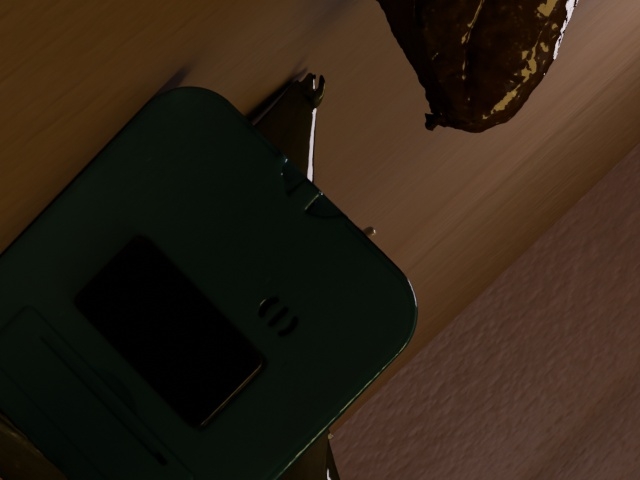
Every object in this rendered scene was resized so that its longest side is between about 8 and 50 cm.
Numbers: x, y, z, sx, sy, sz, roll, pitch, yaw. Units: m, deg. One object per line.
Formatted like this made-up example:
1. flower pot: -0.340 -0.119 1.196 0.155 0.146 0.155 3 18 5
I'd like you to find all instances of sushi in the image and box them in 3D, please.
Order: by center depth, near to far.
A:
1. sushi: 0.109 -0.200 1.304 0.140 0.149 0.287 -68 171 -70

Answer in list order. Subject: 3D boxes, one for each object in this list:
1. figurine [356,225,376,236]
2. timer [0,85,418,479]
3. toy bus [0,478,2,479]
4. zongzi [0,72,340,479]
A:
1. figurine: 0.000 -0.009 1.758 0.098 0.081 0.146 -11 161 -24
2. timer: -0.084 0.054 1.232 0.250 0.232 0.091 -45 172 6
3. toy bus: -0.263 0.184 1.490 0.162 0.069 0.074 -37 149 -34
4. zongzi: -0.008 0.156 1.447 0.418 0.447 0.181 -48 -164 -13
